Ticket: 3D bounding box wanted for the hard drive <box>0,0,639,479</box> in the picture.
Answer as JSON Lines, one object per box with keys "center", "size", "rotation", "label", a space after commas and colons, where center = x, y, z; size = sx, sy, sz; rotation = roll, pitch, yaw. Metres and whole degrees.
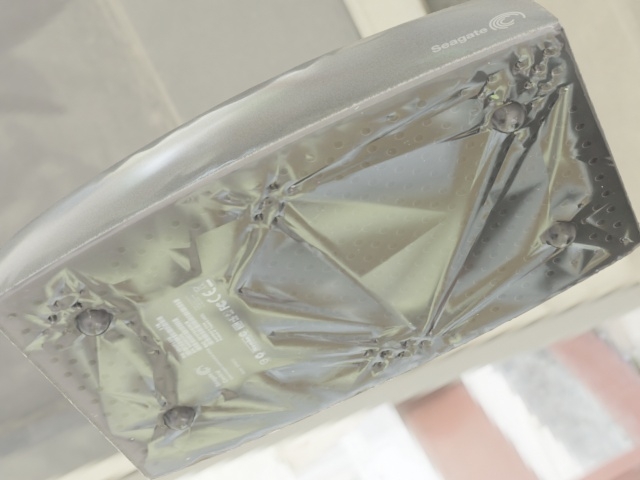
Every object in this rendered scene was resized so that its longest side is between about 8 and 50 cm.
{"center": [0.000, 0.000, 0.694], "size": [0.172, 0.254, 0.054], "rotation": [56, -170, -48], "label": "hard drive"}
